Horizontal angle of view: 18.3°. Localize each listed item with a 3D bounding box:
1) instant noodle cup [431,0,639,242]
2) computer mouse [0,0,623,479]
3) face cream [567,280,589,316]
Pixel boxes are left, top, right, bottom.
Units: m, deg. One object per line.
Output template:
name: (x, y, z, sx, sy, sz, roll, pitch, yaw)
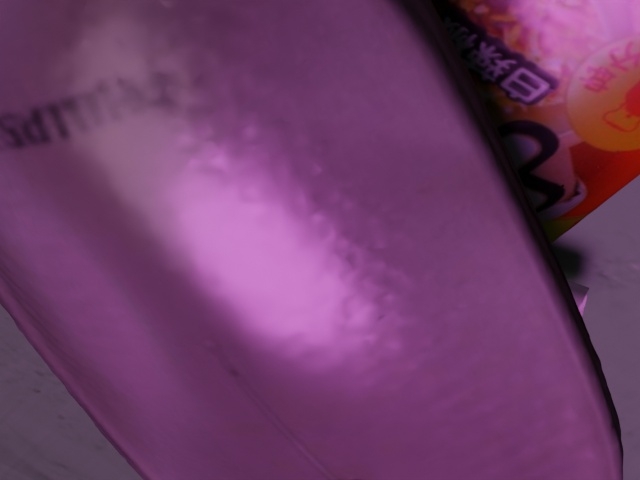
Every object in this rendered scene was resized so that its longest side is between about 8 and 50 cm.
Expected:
instant noodle cup: (0.030, -0.105, 0.779, 0.294, 0.294, 0.308, 39, 132, -18)
computer mouse: (-0.020, 0.015, 0.676, 0.197, 0.095, 0.331, -17, 122, 28)
face cream: (0.000, 0.000, 1.045, 0.284, 0.073, 0.073, 16, 141, 10)
